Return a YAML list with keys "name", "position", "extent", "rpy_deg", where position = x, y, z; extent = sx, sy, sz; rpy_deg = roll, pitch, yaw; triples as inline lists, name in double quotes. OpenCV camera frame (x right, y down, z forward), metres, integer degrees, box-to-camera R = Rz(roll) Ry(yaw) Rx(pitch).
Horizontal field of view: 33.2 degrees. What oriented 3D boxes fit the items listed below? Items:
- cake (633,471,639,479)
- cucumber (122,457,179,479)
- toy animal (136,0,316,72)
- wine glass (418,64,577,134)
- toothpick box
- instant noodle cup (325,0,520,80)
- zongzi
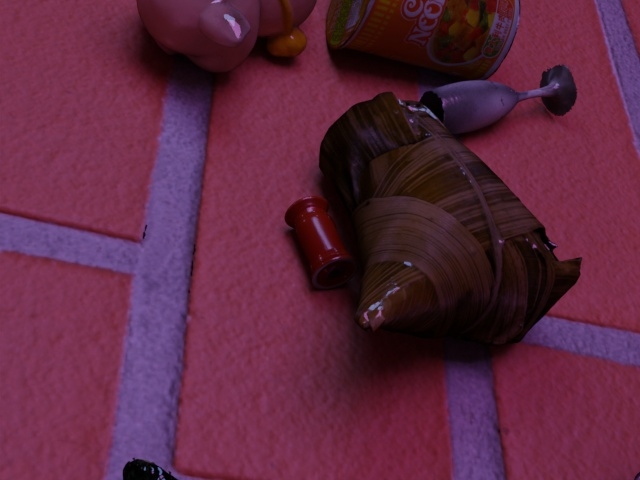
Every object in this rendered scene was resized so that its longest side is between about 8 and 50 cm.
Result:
- name: "cake"
  position: [0.255, 0.271, 0.853]
  extent: [0.295, 0.113, 0.116]
  rpy_deg: [-35, 63, -29]
- name: "cucumber"
  position: [-0.127, 0.248, 0.719]
  extent: [0.058, 0.052, 0.215]
  rpy_deg: [3, 46, 6]
- name: "toy animal"
  position: [-0.089, -0.268, 1.147]
  extent: [0.165, 0.149, 0.248]
  rpy_deg: [40, 38, 11]
- name: "wine glass"
  position: [0.201, -0.158, 1.230]
  extent: [0.198, 0.066, 0.066]
  rpy_deg: [-14, 56, -30]
- name: "toothpick box"
  position: [0.000, 0.000, 1.004]
  extent: [0.047, 0.047, 0.083]
  rpy_deg: [-5, 51, -27]
- name: "instant noodle cup"
  position: [0.121, -0.266, 1.240]
  extent: [0.185, 0.168, 0.168]
  rpy_deg: [18, 44, -19]
- name: "zongzi"
  position: [0.057, -0.022, 0.957]
  extent: [0.288, 0.134, 0.286]
  rpy_deg: [-6, 46, -49]
